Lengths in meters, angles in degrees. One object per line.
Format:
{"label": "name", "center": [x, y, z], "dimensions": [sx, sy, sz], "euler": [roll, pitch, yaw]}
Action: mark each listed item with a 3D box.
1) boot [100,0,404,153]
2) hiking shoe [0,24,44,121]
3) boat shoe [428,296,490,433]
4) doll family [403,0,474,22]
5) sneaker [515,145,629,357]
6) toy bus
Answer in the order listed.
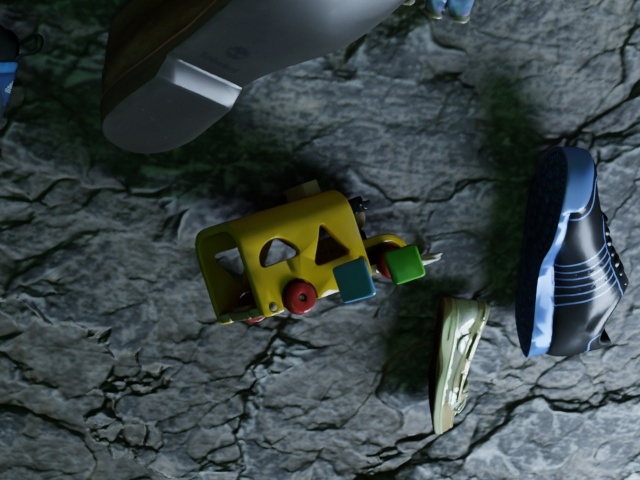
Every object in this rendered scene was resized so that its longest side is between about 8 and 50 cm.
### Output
{"label": "boot", "center": [-0.051, -0.185, 0.867], "dimensions": [0.305, 0.115, 0.112], "euler": [-26, 147, 27]}
{"label": "hiking shoe", "center": [-0.381, -0.161, 0.907], "dimensions": [0.304, 0.113, 0.132], "euler": [23, 87, -12]}
{"label": "boat shoe", "center": [0.134, 0.125, 1.150], "dimensions": [0.048, 0.056, 0.153], "euler": [3, 114, -2]}
{"label": "doll family", "center": [0.054, -0.237, 0.908], "dimensions": [0.193, 0.076, 0.111], "euler": [4, 117, -14]}
{"label": "sneaker", "center": [0.239, 0.012, 1.079], "dimensions": [0.091, 0.081, 0.232], "euler": [-4, 129, -7]}
{"label": "toy bus", "center": [-0.007, 0.003, 1.024], "dimensions": [0.191, 0.202, 0.104], "euler": [-18, 92, 13]}
